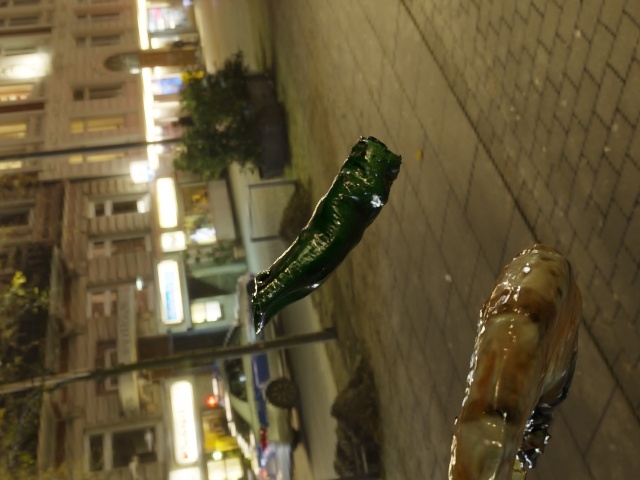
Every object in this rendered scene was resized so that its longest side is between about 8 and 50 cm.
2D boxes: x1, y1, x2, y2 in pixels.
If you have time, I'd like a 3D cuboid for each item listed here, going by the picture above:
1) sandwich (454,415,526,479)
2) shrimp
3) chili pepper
[{"bbox_3d":[0.265,0.377,1.295,0.163,0.079,0.114,-114,33,-70],"label":"sandwich"},{"bbox_3d":[0.123,0.143,0.534,0.365,0.071,0.233,67,-141,-62],"label":"shrimp"},{"bbox_3d":[0.002,0.001,0.775,0.224,0.061,0.098,-54,-10,-3],"label":"chili pepper"}]
